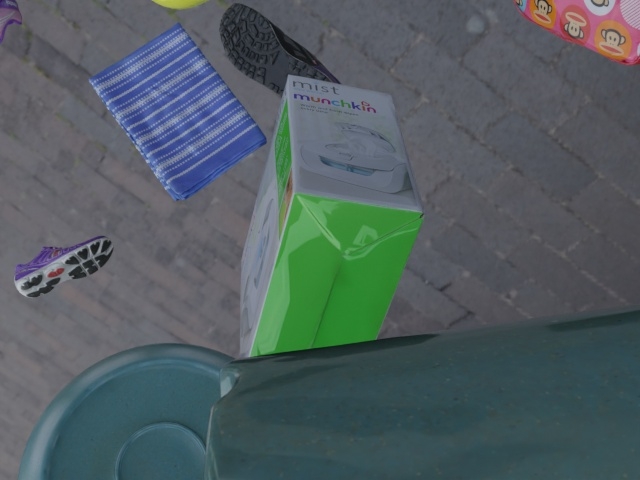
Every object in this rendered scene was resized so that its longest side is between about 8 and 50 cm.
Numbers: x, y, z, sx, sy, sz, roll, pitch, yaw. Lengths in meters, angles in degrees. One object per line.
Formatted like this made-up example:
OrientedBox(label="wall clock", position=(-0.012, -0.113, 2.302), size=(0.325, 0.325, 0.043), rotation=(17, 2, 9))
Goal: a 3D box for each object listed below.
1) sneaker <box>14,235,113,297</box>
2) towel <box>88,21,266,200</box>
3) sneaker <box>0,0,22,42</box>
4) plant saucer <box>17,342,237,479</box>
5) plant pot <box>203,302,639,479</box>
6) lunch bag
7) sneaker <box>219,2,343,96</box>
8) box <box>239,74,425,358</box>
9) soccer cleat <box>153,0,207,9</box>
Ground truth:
OrientedBox(label="sneaker", position=(-0.430, 0.028, 1.380), size=(0.068, 0.169, 0.071), rotation=(81, 162, -54))
OrientedBox(label="towel", position=(-0.301, -0.276, 1.770), size=(0.336, 0.243, 0.040), rotation=(53, 167, 5))
OrientedBox(label="sneaker", position=(-0.559, -0.328, 1.305), size=(0.095, 0.236, 0.105), rotation=(15, 143, 34))
OrientedBox(label="plant saucer", position=(-0.172, 0.253, 0.909), size=(0.317, 0.318, 0.044), rotation=(23, 150, 7))
OrientedBox(label="plant pot", position=(0.118, 0.177, 0.418), size=(0.334, 0.341, 0.341), rotation=(-2, 140, -1))
OrientedBox(label="lunch bag", position=(0.421, -0.425, 1.237), size=(0.293, 0.120, 0.258), rotation=(43, 149, 42))
OrientedBox(label="sneaker", position=(-0.069, -0.333, 1.569), size=(0.283, 0.124, 0.107), rotation=(44, 112, 9))
OrientedBox(label="box", position=(0.000, 0.000, 0.868), size=(0.126, 0.231, 0.262), rotation=(9, 127, -12))
OrientedBox(label="soccer cleat", position=(-0.029, -0.240, 0.404), size=(0.093, 0.121, 0.289), rotation=(42, 117, 1))
